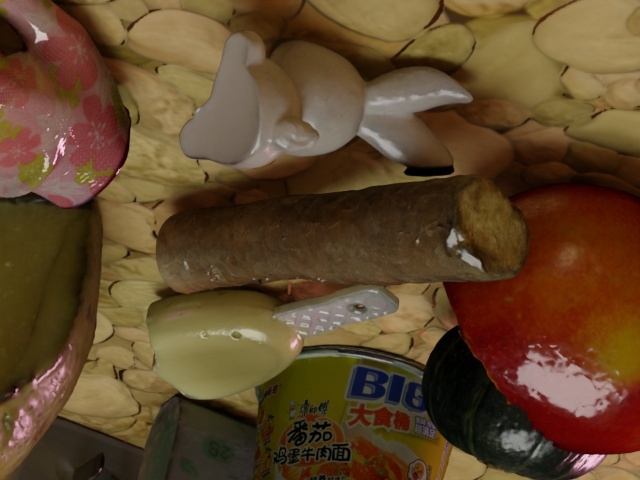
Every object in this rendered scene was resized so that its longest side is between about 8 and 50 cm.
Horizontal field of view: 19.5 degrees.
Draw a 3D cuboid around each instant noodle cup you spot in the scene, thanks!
[{"bbox_3d":[0.028,0.211,1.688,0.205,0.153,0.205,6,149,4],"label":"instant noodle cup"}]

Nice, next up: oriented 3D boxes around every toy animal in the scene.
[{"bbox_3d":[-0.001,-0.078,1.272,0.181,0.127,0.131,-10,133,-47],"label":"toy animal"}]

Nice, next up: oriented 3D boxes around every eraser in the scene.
[{"bbox_3d":[-0.064,0.267,1.782,0.227,0.174,0.081,25,146,-22],"label":"eraser"}]

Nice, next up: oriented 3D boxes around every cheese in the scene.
[{"bbox_3d":[-0.045,0.072,1.584,0.255,0.050,0.127,-19,137,36],"label":"cheese"}]

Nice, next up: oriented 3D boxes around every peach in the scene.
[{"bbox_3d":[0.185,0.059,1.361,0.226,0.190,0.196,8,161,-8],"label":"peach"}]

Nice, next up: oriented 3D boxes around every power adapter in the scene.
[{"bbox_3d":[-0.251,0.271,1.894,0.187,0.124,0.255,23,146,-23],"label":"power adapter"}]

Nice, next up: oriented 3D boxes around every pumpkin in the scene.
[{"bbox_3d":[0.164,0.130,1.527,0.167,0.125,0.167,11,174,1],"label":"pumpkin"}]

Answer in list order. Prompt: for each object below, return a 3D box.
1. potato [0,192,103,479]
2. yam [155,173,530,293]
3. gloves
[{"bbox_3d":[-0.330,0.121,1.527,0.330,0.280,0.213,0,145,13],"label":"potato"},{"bbox_3d":[0.000,0.000,1.366,0.356,0.081,0.081,-5,148,46],"label":"yam"},{"bbox_3d":[-0.242,-0.115,1.274,0.145,0.126,0.241,-13,150,41],"label":"gloves"}]
